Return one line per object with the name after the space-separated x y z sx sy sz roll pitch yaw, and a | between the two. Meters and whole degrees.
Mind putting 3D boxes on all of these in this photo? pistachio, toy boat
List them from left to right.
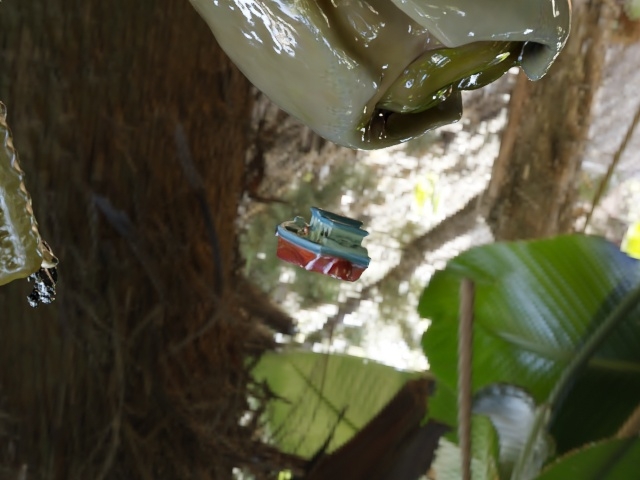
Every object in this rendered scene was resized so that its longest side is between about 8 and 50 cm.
0.000 0.000 1.042 0.069 0.058 0.173 16 180 -18 | toy boat
0.020 -0.119 0.447 0.138 0.153 0.238 -20 144 26 | pistachio

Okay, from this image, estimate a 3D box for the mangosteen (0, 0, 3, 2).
-0.401 -0.289 1.100 0.192 0.217 0.192 23 -156 -11 | mangosteen

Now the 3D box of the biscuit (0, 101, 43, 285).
-0.259 -0.054 0.598 0.172 0.254 0.029 -14 -136 -11 | biscuit

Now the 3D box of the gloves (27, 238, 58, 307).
-0.368 0.015 1.281 0.181 0.106 0.129 -7 153 35 | gloves
